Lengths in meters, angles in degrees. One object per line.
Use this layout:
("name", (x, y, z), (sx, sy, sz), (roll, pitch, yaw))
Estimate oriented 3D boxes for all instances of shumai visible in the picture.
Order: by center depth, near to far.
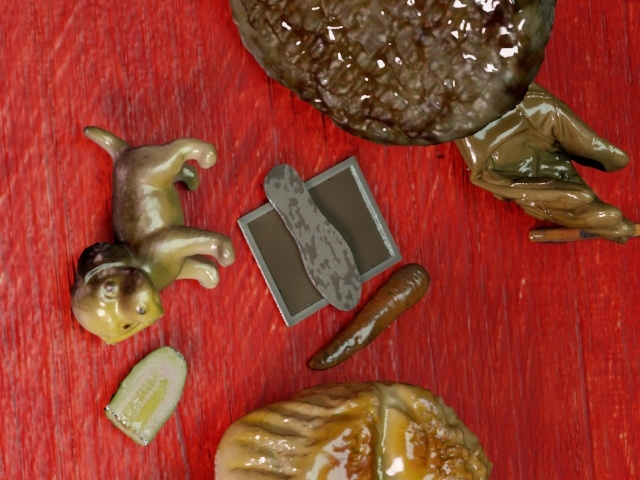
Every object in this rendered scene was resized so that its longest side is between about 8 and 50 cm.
("shumai", (0.108, -0.331, 1.783), (0.395, 0.395, 0.348), (52, 41, -15))

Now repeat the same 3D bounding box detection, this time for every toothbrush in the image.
("toothbrush", (0.408, -0.013, 2.057), (0.321, 0.031, 0.023), (-3, 84, -31))

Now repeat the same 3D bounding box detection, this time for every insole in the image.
("insole", (-0.008, -0.003, 1.812), (0.065, 0.006, 0.193), (-38, 103, -27))

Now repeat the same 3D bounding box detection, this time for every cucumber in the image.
("cucumber", (-0.187, 0.166, 1.682), (0.067, 0.035, 0.107), (41, 60, -8))

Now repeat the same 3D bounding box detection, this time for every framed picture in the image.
("framed picture", (0.000, 0.000, 1.827), (0.183, 0.011, 0.142), (-30, 99, -29))

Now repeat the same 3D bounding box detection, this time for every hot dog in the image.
("hot dog", (0.042, 0.337, 1.711), (0.367, 0.196, 0.365), (-1, 87, -36))

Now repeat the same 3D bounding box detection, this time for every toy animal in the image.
("toy animal", (-0.181, -0.003, 1.665), (0.168, 0.121, 0.233), (5, 78, -19))

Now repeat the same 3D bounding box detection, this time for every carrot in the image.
("carrot", (0.060, 0.095, 1.835), (0.191, 0.047, 0.047), (-43, 105, -23))

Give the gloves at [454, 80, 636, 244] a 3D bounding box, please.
("gloves", (0.263, -0.112, 1.924), (0.331, 0.141, 0.154), (50, 37, -5))
